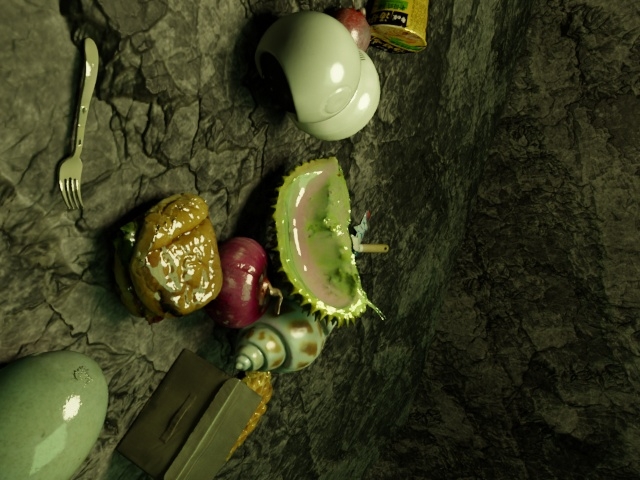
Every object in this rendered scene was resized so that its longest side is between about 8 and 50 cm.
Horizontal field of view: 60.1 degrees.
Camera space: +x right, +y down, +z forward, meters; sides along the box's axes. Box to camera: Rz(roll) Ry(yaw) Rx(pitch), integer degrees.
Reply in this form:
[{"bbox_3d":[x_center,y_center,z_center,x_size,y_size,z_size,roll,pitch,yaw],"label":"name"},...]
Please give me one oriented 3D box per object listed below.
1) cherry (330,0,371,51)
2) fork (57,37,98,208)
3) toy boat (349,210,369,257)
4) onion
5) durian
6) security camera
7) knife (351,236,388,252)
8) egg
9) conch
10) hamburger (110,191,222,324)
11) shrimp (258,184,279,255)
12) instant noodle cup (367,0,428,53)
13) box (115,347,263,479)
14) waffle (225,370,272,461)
[{"bbox_3d":[0.064,-0.460,1.126,0.107,0.090,0.226,8,95,-52],"label":"cherry"},{"bbox_3d":[-0.316,-0.150,0.719,0.034,0.028,0.219,-7,114,-53],"label":"fork"},{"bbox_3d":[0.113,-0.013,1.662,0.105,0.034,0.149,83,26,-42],"label":"toy boat"},{"bbox_3d":[-0.155,0.080,1.071,0.177,0.153,0.177,-18,90,-82],"label":"onion"},{"bbox_3d":[-0.007,0.007,1.100,0.157,0.169,0.356,20,54,-73],"label":"durian"},{"bbox_3d":[-0.008,-0.300,0.984,0.195,0.194,0.236,-66,158,-1],"label":"security camera"},{"bbox_3d":[0.104,0.013,1.596,0.298,0.017,0.047,1,103,-46],"label":"knife"},{"bbox_3d":[-0.388,0.251,0.733,0.236,0.169,0.169,-58,154,-31],"label":"egg"},{"bbox_3d":[-0.062,0.167,1.215,0.197,0.249,0.368,42,35,-22],"label":"conch"},{"bbox_3d":[-0.236,0.033,0.900,0.183,0.130,0.206,-40,141,-48],"label":"hamburger"},{"bbox_3d":[-0.088,-0.045,1.215,0.219,0.046,0.152,29,82,-65],"label":"shrimp"},{"bbox_3d":[0.174,-0.504,1.244,0.151,0.151,0.122,10,90,-64],"label":"instant noodle cup"},{"bbox_3d":[-0.256,0.364,1.106,0.231,0.149,0.155,-58,153,-18],"label":"box"},{"bbox_3d":[-0.202,0.432,1.384,0.254,0.052,0.245,-52,152,-30],"label":"waffle"}]
